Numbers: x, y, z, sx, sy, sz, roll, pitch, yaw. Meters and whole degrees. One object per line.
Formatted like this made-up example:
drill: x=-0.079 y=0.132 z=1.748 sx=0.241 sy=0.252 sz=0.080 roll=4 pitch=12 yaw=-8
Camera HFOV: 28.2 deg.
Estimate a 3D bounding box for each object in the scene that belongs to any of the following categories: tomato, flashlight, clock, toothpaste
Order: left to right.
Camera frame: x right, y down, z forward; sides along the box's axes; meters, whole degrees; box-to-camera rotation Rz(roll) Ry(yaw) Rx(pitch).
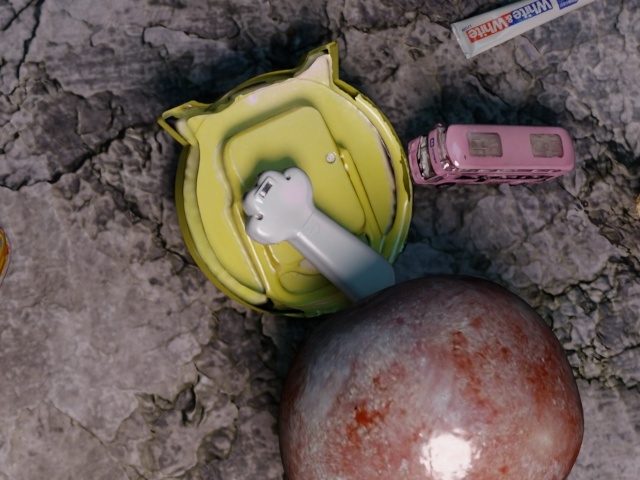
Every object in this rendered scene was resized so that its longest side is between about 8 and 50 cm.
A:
clock: x=-0.033 y=-0.056 z=1.441 sx=0.277 sy=0.071 sz=0.293 roll=-20 pitch=94 yaw=-22
flashlight: x=0.000 y=0.000 z=1.388 sx=0.200 sy=0.047 sz=0.093 roll=39 pitch=74 yaw=-19
tomato: x=0.111 y=0.184 z=1.301 sx=0.317 sy=0.317 sz=0.282 roll=-31 pitch=95 yaw=-19
toothpaste: x=0.266 y=-0.285 z=1.596 sx=0.218 sy=0.033 sz=0.052 roll=-23 pitch=80 yaw=-14

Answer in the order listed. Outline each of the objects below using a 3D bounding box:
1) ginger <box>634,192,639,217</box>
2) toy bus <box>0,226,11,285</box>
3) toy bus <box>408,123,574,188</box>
ginger: x=0.477 y=-0.122 z=1.593 sx=0.288 sy=0.075 sz=0.089 roll=-45 pitch=133 yaw=-21
toy bus: x=-0.425 y=-0.001 z=1.292 sx=0.210 sy=0.136 sz=0.126 roll=25 pitch=73 yaw=-7
toy bus: x=0.204 y=-0.101 z=1.492 sx=0.203 sy=0.090 sz=0.063 roll=-2 pitch=79 yaw=-30
